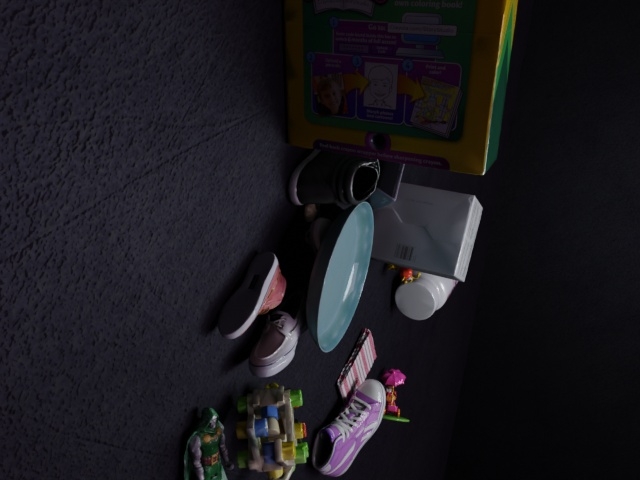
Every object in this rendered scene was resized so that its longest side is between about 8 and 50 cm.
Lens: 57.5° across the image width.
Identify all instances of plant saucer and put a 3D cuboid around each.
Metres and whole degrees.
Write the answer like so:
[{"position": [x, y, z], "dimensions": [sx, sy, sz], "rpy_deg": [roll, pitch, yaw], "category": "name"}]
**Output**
[{"position": [0.039, 0.070, 1.203], "dimensions": [0.317, 0.043, 0.318], "rpy_deg": [16, 90, -72], "category": "plant saucer"}]

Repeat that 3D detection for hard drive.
[{"position": [0.120, -0.155, 1.258], "dimensions": [0.254, 0.054, 0.172], "rpy_deg": [-179, -76, -79], "category": "hard drive"}]

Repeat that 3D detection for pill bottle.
[{"position": [0.356, 0.135, 1.915], "dimensions": [0.283, 0.160, 0.161], "rpy_deg": [-39, 136, -52], "category": "pill bottle"}]

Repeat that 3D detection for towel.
[{"position": [0.101, 0.363, 1.649], "dimensions": [0.197, 0.029, 0.144], "rpy_deg": [-56, 148, -33], "category": "towel"}]

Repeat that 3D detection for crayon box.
[{"position": [0.119, -0.295, 0.957], "dimensions": [0.106, 0.362, 0.313], "rpy_deg": [-40, 137, -53], "category": "crayon box"}]

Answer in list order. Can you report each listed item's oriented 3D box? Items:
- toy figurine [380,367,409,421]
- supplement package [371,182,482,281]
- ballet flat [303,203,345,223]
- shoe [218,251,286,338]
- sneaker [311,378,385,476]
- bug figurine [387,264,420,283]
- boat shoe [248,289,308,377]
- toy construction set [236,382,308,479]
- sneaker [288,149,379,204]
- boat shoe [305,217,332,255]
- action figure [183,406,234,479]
[{"position": [0.232, 0.502, 1.916], "dimensions": [0.173, 0.130, 0.159], "rpy_deg": [93, 6, -77], "category": "toy figurine"}, {"position": [0.255, -0.027, 1.498], "dimensions": [0.145, 0.261, 0.204], "rpy_deg": [22, 83, -64], "category": "supplement package"}, {"position": [0.012, -0.061, 1.220], "dimensions": [0.173, 0.049, 0.058], "rpy_deg": [-3, 104, -64], "category": "ballet flat"}, {"position": [-0.112, 0.110, 1.021], "dimensions": [0.178, 0.063, 0.081], "rpy_deg": [-65, 148, -34], "category": "shoe"}, {"position": [0.074, 0.484, 1.533], "dimensions": [0.282, 0.102, 0.161], "rpy_deg": [-61, 147, -15], "category": "sneaker"}, {"position": [0.317, 0.001, 1.675], "dimensions": [0.072, 0.279, 0.216], "rpy_deg": [33, 48, -22], "category": "bug figurine"}, {"position": [-0.081, 0.170, 1.120], "dimensions": [0.226, 0.083, 0.076], "rpy_deg": [-55, 139, -62], "category": "boat shoe"}, {"position": [-0.088, 0.402, 1.099], "dimensions": [0.215, 0.151, 0.328], "rpy_deg": [-97, -167, -52], "category": "toy construction set"}, {"position": [0.066, -0.165, 1.168], "dimensions": [0.296, 0.146, 0.105], "rpy_deg": [-58, 147, -39], "category": "sneaker"}, {"position": [0.000, 0.000, 1.206], "dimensions": [0.184, 0.063, 0.066], "rpy_deg": [48, 58, -68], "category": "boat shoe"}, {"position": [-0.193, 0.392, 0.998], "dimensions": [0.137, 0.063, 0.232], "rpy_deg": [-22, 118, -57], "category": "action figure"}]
